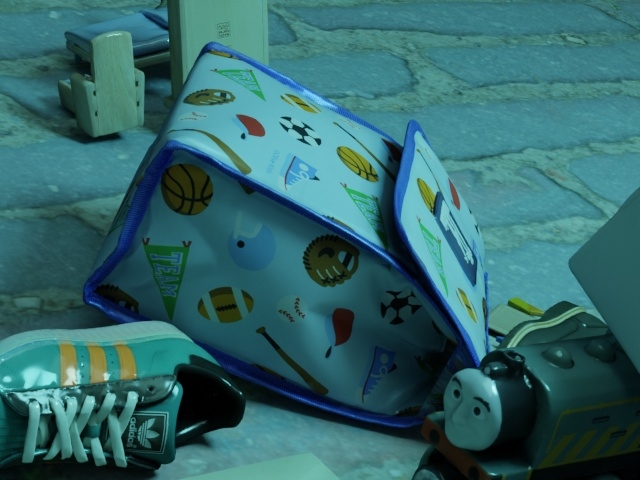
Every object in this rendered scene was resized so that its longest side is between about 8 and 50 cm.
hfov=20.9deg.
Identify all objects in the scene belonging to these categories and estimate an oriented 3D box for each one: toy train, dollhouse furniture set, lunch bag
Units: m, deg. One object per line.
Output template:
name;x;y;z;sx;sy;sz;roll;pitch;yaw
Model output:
toy train;0.228;0.167;1.544;0.334;0.190;0.142;-4;30;-35
dollhouse furniture set;-0.236;-0.297;2.205;0.286;0.198;0.303;-16;29;-29
lunch bag;0.000;0.000;1.735;0.385;0.239;0.328;28;24;-7

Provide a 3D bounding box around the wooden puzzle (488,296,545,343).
wooden puzzle;0.215;0.094;1.903;0.078;0.014;0.116;23;25;27

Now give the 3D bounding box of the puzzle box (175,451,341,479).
puzzle box;-0.002;0.309;1.282;0.272;0.052;0.409;-5;32;-38

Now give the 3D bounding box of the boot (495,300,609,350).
boot;0.260;0.129;1.729;0.137;0.077;0.198;22;37;29

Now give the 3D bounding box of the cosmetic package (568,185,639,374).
cosmetic package;0.427;0.124;1.403;0.161;0.230;0.453;-10;62;-43

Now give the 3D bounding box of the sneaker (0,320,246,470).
sneaker;-0.187;0.140;1.465;0.121;0.108;0.302;27;26;34
